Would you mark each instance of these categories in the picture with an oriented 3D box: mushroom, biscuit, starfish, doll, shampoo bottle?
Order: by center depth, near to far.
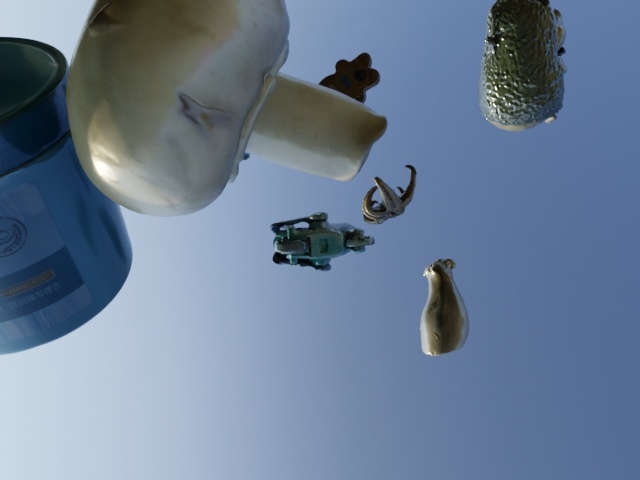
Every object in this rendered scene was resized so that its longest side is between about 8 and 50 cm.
[{"bbox_3d":[-0.101,-0.149,0.595,0.335,0.314,0.315,20,-111,-14],"label":"mushroom"},{"bbox_3d":[-0.473,-0.061,0.748,0.330,0.343,0.331,-1,-137,1],"label":"shampoo bottle"},{"bbox_3d":[0.274,0.146,1.170,0.116,0.093,0.225,-12,-112,41],"label":"mushroom"},{"bbox_3d":[0.157,-0.101,1.174,0.146,0.190,0.074,-28,-106,0],"label":"starfish"},{"bbox_3d":[0.537,-0.471,1.388,0.247,0.350,0.247,-14,-155,7],"label":"doll"},{"bbox_3d":[0.078,-0.494,1.679,0.236,0.039,0.180,-34,-111,21],"label":"biscuit"}]

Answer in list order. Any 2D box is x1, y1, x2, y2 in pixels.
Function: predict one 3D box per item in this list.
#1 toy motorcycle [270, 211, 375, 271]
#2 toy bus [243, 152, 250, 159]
[{"bbox_3d":[0.000,0.000,1.370,0.259,0.206,0.155,-4,-84,-8],"label":"toy motorcycle"},{"bbox_3d":[-0.264,-0.399,1.571,0.164,0.133,0.272,-33,-105,22],"label":"toy bus"}]
